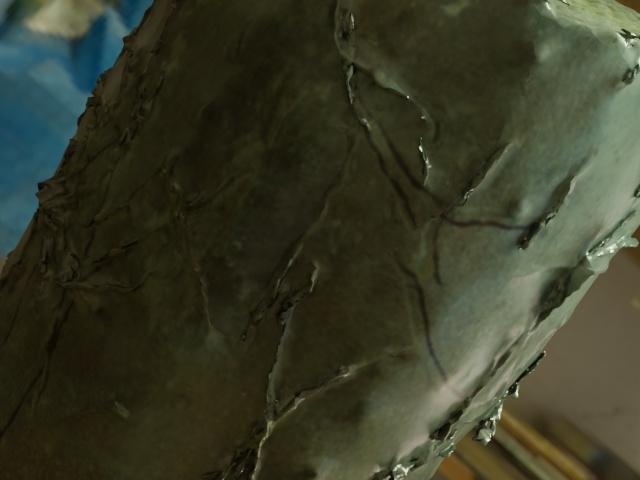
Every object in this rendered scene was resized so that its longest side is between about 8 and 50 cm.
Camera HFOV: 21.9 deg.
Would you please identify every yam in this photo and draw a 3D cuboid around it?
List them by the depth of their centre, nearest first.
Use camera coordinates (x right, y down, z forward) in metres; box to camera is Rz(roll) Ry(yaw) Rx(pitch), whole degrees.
[{"bbox_3d":[0.000,0.000,0.745,0.241,0.348,0.241,35,9,-6],"label":"yam"}]
